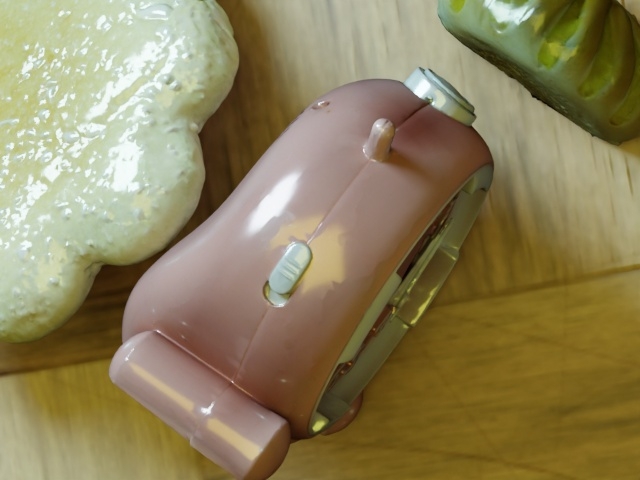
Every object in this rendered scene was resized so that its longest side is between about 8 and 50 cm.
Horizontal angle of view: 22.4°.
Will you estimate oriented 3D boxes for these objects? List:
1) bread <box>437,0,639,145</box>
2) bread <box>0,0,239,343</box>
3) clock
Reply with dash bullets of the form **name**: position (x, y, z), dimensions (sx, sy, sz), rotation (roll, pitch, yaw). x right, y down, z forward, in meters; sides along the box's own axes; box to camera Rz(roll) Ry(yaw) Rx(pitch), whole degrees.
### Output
- **bread**: position (0.142, -0.130, 1.003), dimensions (0.157, 0.094, 0.083), rotation (38, 102, 20)
- **bread**: position (-0.189, -0.083, 1.045), dimensions (0.316, 0.054, 0.316), rotation (-14, 61, 26)
- **clock**: position (0.000, 0.000, 0.963), dimensions (0.142, 0.227, 0.241), rotation (37, 103, 10)
